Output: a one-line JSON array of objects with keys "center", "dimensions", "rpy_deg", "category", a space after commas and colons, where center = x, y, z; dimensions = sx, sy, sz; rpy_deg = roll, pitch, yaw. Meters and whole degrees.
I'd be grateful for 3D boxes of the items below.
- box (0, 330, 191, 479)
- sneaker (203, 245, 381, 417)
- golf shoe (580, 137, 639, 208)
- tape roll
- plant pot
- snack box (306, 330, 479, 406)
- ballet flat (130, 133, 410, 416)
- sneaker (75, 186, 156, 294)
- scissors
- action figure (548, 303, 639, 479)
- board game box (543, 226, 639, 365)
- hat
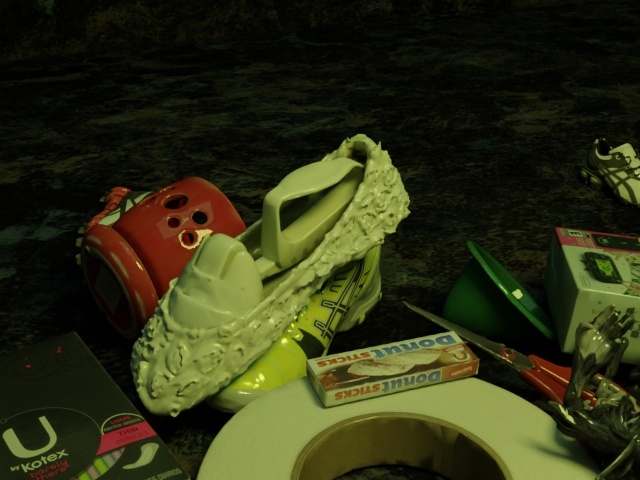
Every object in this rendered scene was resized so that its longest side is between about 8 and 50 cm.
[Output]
[{"center": [-0.244, 0.222, 0.762], "dimensions": [0.165, 0.143, 0.270], "rpy_deg": [-17, 32, -32], "category": "box"}, {"center": [-0.037, 0.076, 1.047], "dimensions": [0.145, 0.147, 0.385], "rpy_deg": [13, 31, 20], "category": "sneaker"}, {"center": [0.552, -0.121, 1.501], "dimensions": [0.077, 0.094, 0.198], "rpy_deg": [-16, 33, -31], "category": "golf shoe"}, {"center": [0.075, 0.253, 0.787], "dimensions": [0.392, 0.072, 0.392], "rpy_deg": [0, 28, 0], "category": "tape roll"}, {"center": [-0.199, 0.036, 1.088], "dimensions": [0.174, 0.191, 0.191], "rpy_deg": [-31, 40, -32], "category": "plant pot"}, {"center": [0.078, 0.138, 0.910], "dimensions": [0.178, 0.022, 0.064], "rpy_deg": [-9, 26, -17], "category": "snack box"}, {"center": [-0.064, 0.014, 0.935], "dimensions": [0.147, 0.147, 0.409], "rpy_deg": [25, 56, 40], "category": "ballet flat"}, {"center": [-0.277, -0.004, 1.251], "dimensions": [0.135, 0.098, 0.276], "rpy_deg": [-1, 26, 2], "category": "sneaker"}, {"center": [0.237, 0.140, 0.976], "dimensions": [0.297, 0.021, 0.109], "rpy_deg": [36, 46, 24], "category": "scissors"}, {"center": [0.316, 0.143, 0.831], "dimensions": [0.164, 0.141, 0.275], "rpy_deg": [24, 21, 9], "category": "action figure"}, {"center": [0.454, 0.079, 1.064], "dimensions": [0.303, 0.097, 0.224], "rpy_deg": [9, 22, 5], "category": "board game box"}, {"center": [0.183, 0.118, 1.099], "dimensions": [0.208, 0.183, 0.173], "rpy_deg": [35, 17, -41], "category": "hat"}]
